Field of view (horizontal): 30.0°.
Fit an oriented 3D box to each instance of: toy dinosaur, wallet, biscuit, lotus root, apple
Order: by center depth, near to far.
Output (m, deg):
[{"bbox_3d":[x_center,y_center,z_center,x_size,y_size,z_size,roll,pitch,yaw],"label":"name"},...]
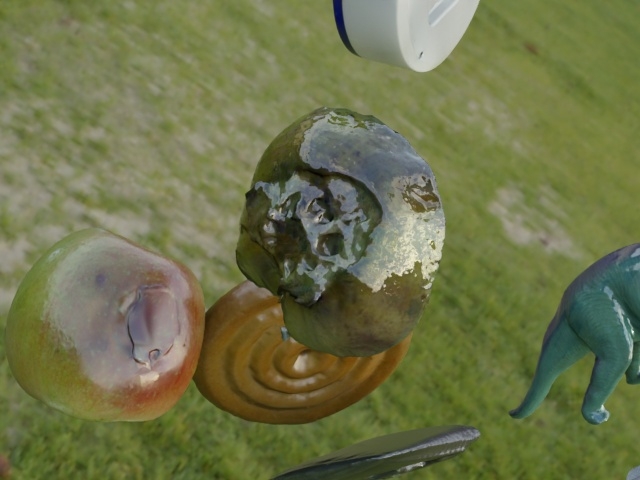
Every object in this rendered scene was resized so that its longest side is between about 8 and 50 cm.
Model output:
[{"bbox_3d":[0.001,-0.004,0.962,0.183,0.204,0.078,18,10,27],"label":"lotus root"},{"bbox_3d":[0.315,0.012,1.220,0.129,0.383,0.331,-37,110,-57],"label":"toy dinosaur"},{"bbox_3d":[-0.225,0.086,1.242,0.207,0.188,0.174,15,0,14],"label":"apple"},{"bbox_3d":[-0.020,0.123,1.337,0.262,0.262,0.037,19,35,-32],"label":"biscuit"},{"bbox_3d":[0.062,0.251,1.358,0.245,0.168,0.052,1,73,-58],"label":"wallet"}]

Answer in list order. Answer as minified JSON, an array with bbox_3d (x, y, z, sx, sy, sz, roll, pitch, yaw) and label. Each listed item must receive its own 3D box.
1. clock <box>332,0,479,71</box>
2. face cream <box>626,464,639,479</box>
[{"bbox_3d":[0.097,-0.281,1.151,0.083,0.230,0.230,17,17,23],"label":"clock"},{"bbox_3d":[0.298,0.236,0.909,0.070,0.114,0.224,48,26,-29],"label":"face cream"}]
